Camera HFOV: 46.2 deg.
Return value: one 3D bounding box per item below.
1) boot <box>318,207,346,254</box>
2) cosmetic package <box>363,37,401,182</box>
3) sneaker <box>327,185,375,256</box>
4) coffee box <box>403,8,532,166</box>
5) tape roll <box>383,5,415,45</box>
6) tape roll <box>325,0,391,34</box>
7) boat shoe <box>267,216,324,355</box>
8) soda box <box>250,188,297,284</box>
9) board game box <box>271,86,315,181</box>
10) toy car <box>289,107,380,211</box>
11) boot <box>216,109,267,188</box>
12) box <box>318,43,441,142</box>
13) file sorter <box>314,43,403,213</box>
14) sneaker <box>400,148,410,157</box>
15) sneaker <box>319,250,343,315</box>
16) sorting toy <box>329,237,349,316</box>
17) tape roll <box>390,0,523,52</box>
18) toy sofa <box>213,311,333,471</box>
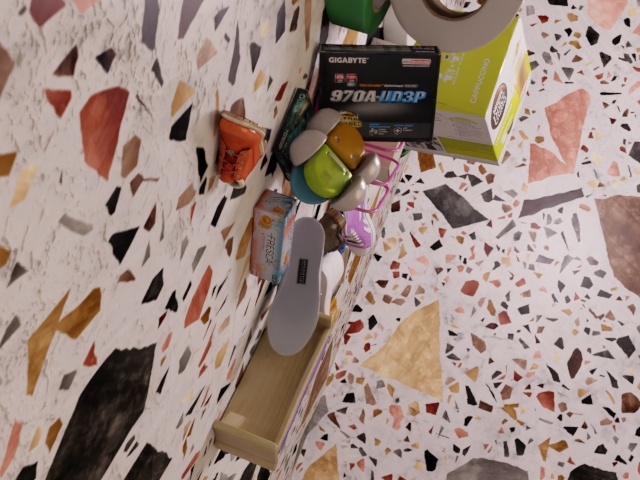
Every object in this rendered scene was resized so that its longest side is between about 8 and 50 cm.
[{"bbox_3d":[0.000,0.000,1.942,0.106,0.082,0.219,-43,165,-20],"label":"boot"},{"bbox_3d":[0.146,-0.312,1.811,0.113,0.160,0.310,70,39,-74],"label":"cosmetic package"},{"bbox_3d":[0.073,-0.032,2.107,0.161,0.102,0.282,-58,147,-39],"label":"sneaker"},{"bbox_3d":[0.420,-0.470,2.299,0.338,0.338,0.334,-69,154,-12],"label":"coffee box"},{"bbox_3d":[0.260,-0.699,1.953,0.392,0.071,0.392,20,90,-80],"label":"tape roll"},{"bbox_3d":[0.100,-0.538,1.348,0.321,0.077,0.322,19,90,-81],"label":"tape roll"},{"bbox_3d":[-0.051,0.102,1.676,0.105,0.113,0.307,77,18,-84],"label":"boat shoe"},{"bbox_3d":[-0.087,-0.005,1.384,0.183,0.062,0.058,99,15,-47],"label":"soda box"},{"bbox_3d":[-0.043,-0.189,1.383,0.186,0.026,0.126,61,49,-78],"label":"board game box"},{"bbox_3d":[0.007,-0.133,1.350,0.136,0.159,0.182,-29,-159,40],"label":"toy car"},{"bbox_3d":[-0.114,-0.122,1.030,0.085,0.059,0.158,-64,171,-10],"label":"boot"},{"bbox_3d":[0.105,-0.272,1.396,0.051,0.220,0.175,-90,-179,-59],"label":"box"},{"bbox_3d":[0.089,-0.230,1.570,0.202,0.182,0.291,-54,161,-63],"label":"file sorter"},{"bbox_3d":[0.294,-0.372,2.613,0.344,0.134,0.146,-57,170,-46],"label":"sneaker"},{"bbox_3d":[0.003,0.164,2.105,0.169,0.108,0.293,-50,157,-56],"label":"sneaker"},{"bbox_3d":[0.019,0.129,2.316,0.196,0.047,0.348,-53,159,-41],"label":"sorting toy"},{"bbox_3d":[0.262,-0.485,1.410,0.169,0.246,0.246,-52,160,-64],"label":"tape roll"},{"bbox_3d":[-0.101,0.330,1.717,0.177,0.150,0.363,94,18,-54],"label":"toy sofa"}]
